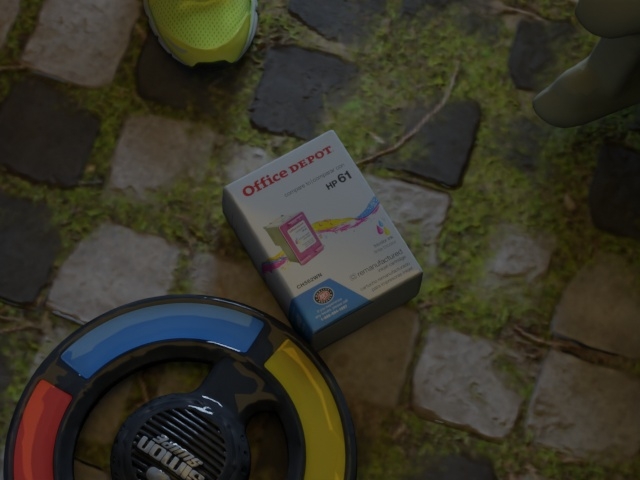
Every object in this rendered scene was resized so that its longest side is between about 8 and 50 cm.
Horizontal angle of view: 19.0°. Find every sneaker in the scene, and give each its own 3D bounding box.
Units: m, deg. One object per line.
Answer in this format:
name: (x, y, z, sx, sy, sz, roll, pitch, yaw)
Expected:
sneaker: (-0.089, -0.221, 1.351, 0.081, 0.094, 0.208, -5, 72, -6)

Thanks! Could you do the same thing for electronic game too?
electronic game: (-0.090, 0.142, 1.238, 0.229, 0.048, 0.229, 0, 67, 0)

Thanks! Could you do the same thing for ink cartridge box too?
ink cartridge box: (0.000, 0.000, 1.297, 0.088, 0.052, 0.122, -29, 72, -11)

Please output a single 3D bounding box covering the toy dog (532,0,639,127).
toy dog: (0.371, -0.004, 1.212, 0.395, 0.284, 0.408, -23, 80, -15)
